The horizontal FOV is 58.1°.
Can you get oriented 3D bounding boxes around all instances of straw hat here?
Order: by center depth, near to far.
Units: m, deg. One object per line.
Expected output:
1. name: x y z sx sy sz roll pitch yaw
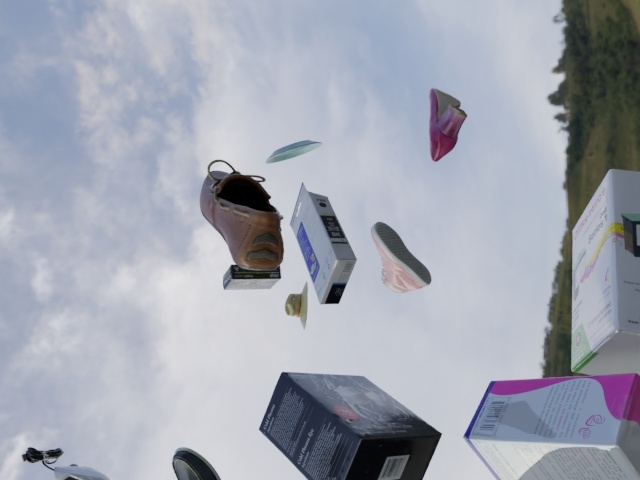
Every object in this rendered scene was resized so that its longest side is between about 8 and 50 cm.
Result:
1. straw hat: -0.074 0.190 1.693 0.061 0.144 0.145 4 -95 -8

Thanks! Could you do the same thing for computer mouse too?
1. computer mouse: -0.421 0.406 1.002 0.042 0.192 0.106 -62 -18 -20

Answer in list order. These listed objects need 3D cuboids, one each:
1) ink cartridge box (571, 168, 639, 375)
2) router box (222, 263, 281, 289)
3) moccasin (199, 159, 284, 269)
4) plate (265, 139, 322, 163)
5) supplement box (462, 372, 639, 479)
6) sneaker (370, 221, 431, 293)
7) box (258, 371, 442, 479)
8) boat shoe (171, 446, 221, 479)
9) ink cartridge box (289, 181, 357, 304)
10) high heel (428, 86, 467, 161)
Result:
1. ink cartridge box: 0.484 0.057 0.911 0.201 0.116 0.278 82 -161 -60
2. router box: -0.165 0.088 1.374 0.122 0.092 0.038 1 -110 -23
3. moccasin: -0.163 -0.078 1.154 0.139 0.380 0.147 6 -70 -18
4. plate: -0.085 -0.279 1.782 0.188 0.188 0.024 -21 -87 -51
5. supplement box: 0.321 0.255 0.754 0.114 0.220 0.111 51 -126 -12
6. sneaker: 0.110 0.034 0.921 0.134 0.070 0.051 46 -140 -16
7. box: 0.077 0.497 1.498 0.343 0.312 0.179 16 -83 -45
8. boat shoe: -0.262 0.576 1.270 0.079 0.095 0.255 -43 -65 -55
9. ink cartridge box: 0.000 0.000 1.569 0.065 0.333 0.166 0 -48 -23
10. high heel: 0.269 -0.268 1.309 0.082 0.117 0.244 20 -153 -16
